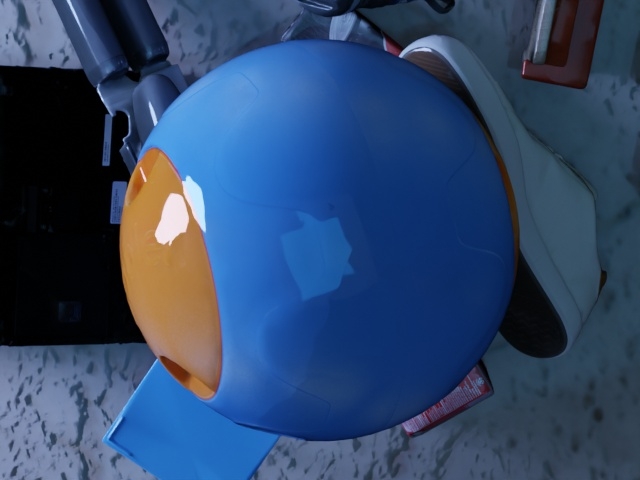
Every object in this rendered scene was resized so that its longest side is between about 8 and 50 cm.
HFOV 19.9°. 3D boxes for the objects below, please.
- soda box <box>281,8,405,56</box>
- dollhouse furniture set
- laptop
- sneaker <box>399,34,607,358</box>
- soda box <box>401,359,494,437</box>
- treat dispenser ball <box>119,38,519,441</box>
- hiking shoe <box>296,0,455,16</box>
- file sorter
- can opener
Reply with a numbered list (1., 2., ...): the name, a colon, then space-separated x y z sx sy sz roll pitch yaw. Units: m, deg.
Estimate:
1. soda box: 0.050 -0.136 1.504 0.169 0.053 0.060 38 98 -5
2. dollhouse furniture set: 0.295 -0.152 1.453 0.259 0.135 0.262 10 99 0
3. laptop: -0.266 -0.037 1.549 0.264 0.136 0.234 0 100 -24
4. sneaker: 0.149 -0.053 1.475 0.106 0.123 0.290 -1 124 42
5. soda box: 0.043 0.027 1.509 0.083 0.092 0.263 -30 96 5
6. treat dispenser ball: 0.000 0.000 1.315 0.288 0.288 0.288 0 99 1
7. hiking shoe: 0.024 -0.327 1.465 0.132 0.113 0.304 -6 88 -33
8. file sorter: -0.080 0.119 1.521 0.118 0.104 0.170 34 98 -3
9. can opener: -0.153 -0.160 1.468 0.074 0.093 0.280 -23 83 -29
